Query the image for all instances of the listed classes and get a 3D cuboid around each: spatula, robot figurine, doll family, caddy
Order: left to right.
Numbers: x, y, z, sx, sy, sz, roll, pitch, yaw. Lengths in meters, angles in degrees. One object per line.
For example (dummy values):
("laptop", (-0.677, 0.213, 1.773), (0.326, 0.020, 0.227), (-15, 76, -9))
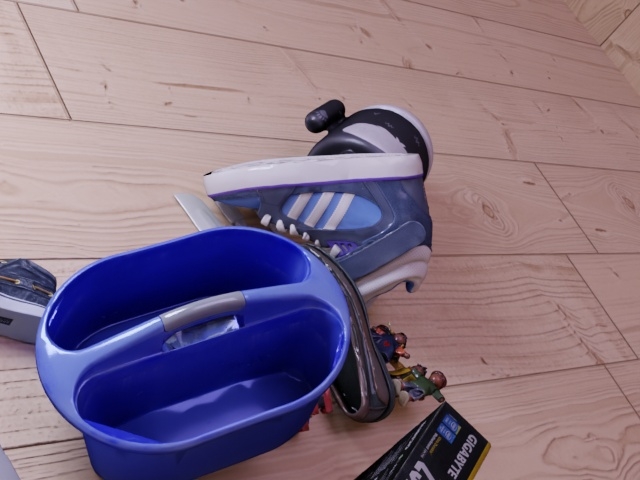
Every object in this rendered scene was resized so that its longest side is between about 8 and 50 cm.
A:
("caddy", (-0.135, 0.117, 1.191), (0.341, 0.179, 0.241), (-17, 59, -23))
("spatula", (-0.087, 0.006, 1.595), (0.242, 0.019, 0.168), (51, 34, 15))
("robot figurine", (0.074, -0.113, 1.759), (0.173, 0.209, 0.278), (5, 26, 23))
("doll family", (0.098, 0.168, 1.545), (0.111, 0.076, 0.193), (-12, 57, -45))

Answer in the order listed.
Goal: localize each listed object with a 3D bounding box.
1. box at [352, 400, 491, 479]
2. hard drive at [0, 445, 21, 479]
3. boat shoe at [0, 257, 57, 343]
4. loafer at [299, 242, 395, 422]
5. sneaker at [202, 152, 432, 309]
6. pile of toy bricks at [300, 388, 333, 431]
("box", (0.026, 0.330, 1.121), (0.079, 0.257, 0.322), (43, 33, 4))
("hard drive", (-0.275, 0.286, 0.961), (0.307, 0.040, 0.203), (53, -3, 23))
("boat shoe", (-0.377, 0.053, 1.222), (0.183, 0.065, 0.083), (24, 35, -34))
("loafer", (0.016, 0.119, 1.465), (0.268, 0.096, 0.084), (62, 19, 15))
("sneaker", (0.000, 0.000, 1.572), (0.322, 0.236, 0.130), (-4, 9, -1))
("pile of toy bricks", (-0.061, 0.134, 1.363), (0.105, 0.118, 0.212), (-5, 78, -22))
